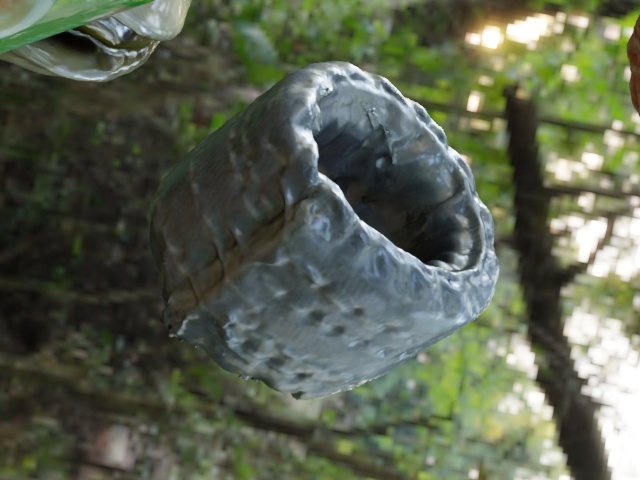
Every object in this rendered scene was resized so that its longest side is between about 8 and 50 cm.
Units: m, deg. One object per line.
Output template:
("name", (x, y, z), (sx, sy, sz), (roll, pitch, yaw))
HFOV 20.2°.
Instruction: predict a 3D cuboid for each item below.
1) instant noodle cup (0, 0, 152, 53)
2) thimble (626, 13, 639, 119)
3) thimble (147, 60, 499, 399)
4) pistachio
("instant noodle cup", (-0.160, -0.156, 0.729), (0.207, 0.232, 0.207), (-9, 90, -67))
("thimble", (0.373, -0.112, 1.526), (0.239, 0.162, 0.239), (158, -90, -80))
("thimble", (0.000, 0.000, 1.258), (0.172, 0.205, 0.236), (-36, 163, 27))
("pistachio", (-0.123, -0.167, 0.929), (0.138, 0.153, 0.238), (-37, -159, 25))
